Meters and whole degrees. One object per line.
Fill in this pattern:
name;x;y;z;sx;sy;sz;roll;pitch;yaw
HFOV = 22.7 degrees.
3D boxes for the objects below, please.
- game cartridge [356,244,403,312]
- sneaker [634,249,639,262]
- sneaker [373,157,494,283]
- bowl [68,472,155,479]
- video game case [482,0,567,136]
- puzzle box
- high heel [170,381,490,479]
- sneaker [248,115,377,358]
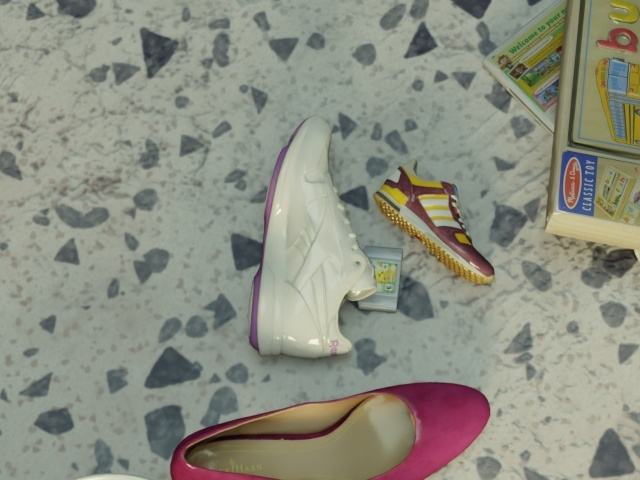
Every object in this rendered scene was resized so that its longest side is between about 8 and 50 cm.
game cartridge;0.071;0.047;1.974;0.056;0.017;0.083;4;69;8
sneaker;0.443;0.106;1.907;0.091;0.094;0.258;-15;60;6
sneaker;0.156;-0.026;1.969;0.185;0.069;0.084;40;81;14
bowl;-0.232;0.418;1.782;0.298;0.134;0.298;-1;70;2
video game case;0.351;-0.228;2.063;0.212;0.023;0.193;-39;73;-11
puzzle box;0.427;-0.169;1.970;0.272;0.052;0.409;10;60;-1
high heel;0.018;0.230;1.818;0.377;0.181;0.127;-20;69;-5
sneaker;0.000;0.000;1.954;0.152;0.114;0.305;8;79;0
